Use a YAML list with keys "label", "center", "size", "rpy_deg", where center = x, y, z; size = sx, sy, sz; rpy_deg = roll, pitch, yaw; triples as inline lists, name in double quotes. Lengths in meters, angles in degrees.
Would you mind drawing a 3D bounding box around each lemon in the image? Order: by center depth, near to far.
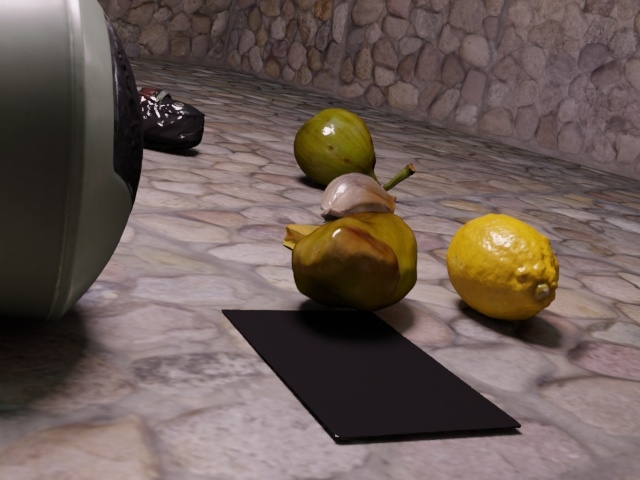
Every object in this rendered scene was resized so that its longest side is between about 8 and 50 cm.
- label: "lemon"
  center: [0.202, 0.031, 0.925]
  size: [0.114, 0.114, 0.155]
  rpy_deg: [5, 20, -24]

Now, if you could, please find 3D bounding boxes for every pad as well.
- label: "pad"
  center: [0.030, 0.105, 0.720]
  size: [0.170, 0.006, 0.245]
  rpy_deg: [4, 16, -28]

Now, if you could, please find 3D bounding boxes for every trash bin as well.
- label: "trash bin"
  center: [-0.347, -0.077, 0.604]
  size: [0.432, 0.280, 0.280]
  rpy_deg: [1, 17, -25]

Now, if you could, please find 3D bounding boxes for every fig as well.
- label: "fig"
  center: [0.044, -0.146, 1.484]
  size: [0.186, 0.148, 0.142]
  rpy_deg: [49, -4, -7]

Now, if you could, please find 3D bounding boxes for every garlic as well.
- label: "garlic"
  center: [0.050, -0.068, 1.278]
  size: [0.152, 0.066, 0.084]
  rpy_deg: [5, 17, -32]

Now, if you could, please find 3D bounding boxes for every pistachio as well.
- label: "pistachio"
  center: [0.033, 0.025, 0.847]
  size: [0.110, 0.100, 0.189]
  rpy_deg: [-21, 2, 24]

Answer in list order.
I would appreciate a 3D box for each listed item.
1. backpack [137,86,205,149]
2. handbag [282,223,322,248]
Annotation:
- label: "backpack"
  center: [-0.294, -0.222, 1.530]
  size: [0.165, 0.105, 0.120]
  rpy_deg: [8, 10, 0]
- label: "handbag"
  center: [0.000, 0.000, 1.060]
  size: [0.083, 0.027, 0.061]
  rpy_deg: [2, 17, -36]
